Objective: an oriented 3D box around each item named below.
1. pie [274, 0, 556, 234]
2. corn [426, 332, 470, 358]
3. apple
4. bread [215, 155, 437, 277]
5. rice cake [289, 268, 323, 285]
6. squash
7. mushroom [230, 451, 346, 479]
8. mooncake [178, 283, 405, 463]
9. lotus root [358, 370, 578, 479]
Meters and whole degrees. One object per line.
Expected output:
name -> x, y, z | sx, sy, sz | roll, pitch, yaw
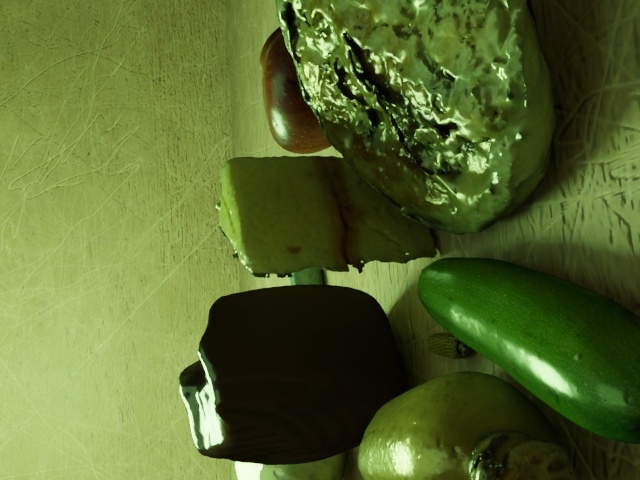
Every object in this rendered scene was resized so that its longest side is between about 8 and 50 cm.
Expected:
pie -> 0.070, -0.145, 0.548 | 0.339, 0.077, 0.339 | 45, 154, 28
corn -> 0.137, 0.112, 0.637 | 0.083, 0.028, 0.027 | 149, 134, -78
apple -> -0.008, -0.236, 0.913 | 0.201, 0.162, 0.201 | 171, 90, -84
bread -> 0.000, 0.000, 0.724 | 0.135, 0.240, 0.178 | 104, 159, -47
rice cake -> -0.034, 0.051, 1.215 | 0.063, 0.066, 0.336 | 96, 167, -59
squash -> 0.157, 0.063, 0.449 | 0.292, 0.082, 0.082 | -144, 54, -74
mushroom -> -0.052, 0.408, 1.089 | 0.255, 0.184, 0.254 | -42, 24, 24
mooncake -> -0.045, 0.193, 0.801 | 0.326, 0.334, 0.174 | -29, 57, 28
lotus root -> 0.119, 0.192, 0.514 | 0.146, 0.131, 0.303 | 62, 161, 9
